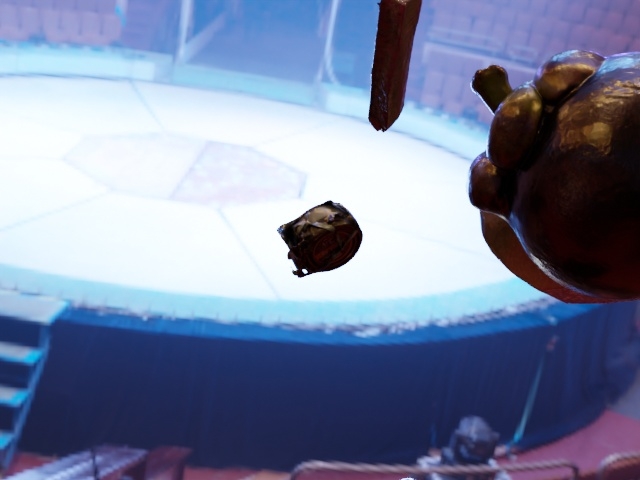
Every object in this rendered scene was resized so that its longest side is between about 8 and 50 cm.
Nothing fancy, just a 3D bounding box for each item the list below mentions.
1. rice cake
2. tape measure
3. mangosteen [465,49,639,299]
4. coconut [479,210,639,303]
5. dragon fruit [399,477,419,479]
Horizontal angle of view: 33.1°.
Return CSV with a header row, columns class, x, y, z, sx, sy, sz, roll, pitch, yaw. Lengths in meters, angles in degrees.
class,x,y,z,sx,sy,sz,roll,pitch,yaw
rice cake,0.074,-0.184,1.096,0.036,0.206,0.047,39,63,21
tape measure,0.002,0.000,1.270,0.094,0.091,0.054,-25,50,-7
mangosteen,0.327,-0.070,1.256,0.314,0.297,0.297,-10,15,9
coconut,0.406,-0.066,1.610,0.353,0.352,0.352,9,18,-3
dragon fruit,0.103,0.448,1.270,0.329,0.228,0.286,-22,4,-19
